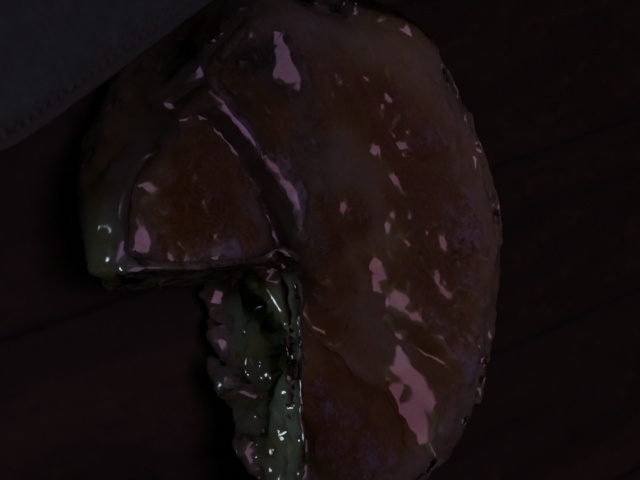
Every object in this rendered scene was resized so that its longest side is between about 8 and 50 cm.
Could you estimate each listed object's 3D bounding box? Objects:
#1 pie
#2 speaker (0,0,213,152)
[{"bbox_3d":[0.000,0.000,1.072,0.337,0.075,0.337,12,73,-42],"label":"pie"},{"bbox_3d":[-0.135,-0.192,0.901,0.406,0.184,0.183,-42,111,-37],"label":"speaker"}]
